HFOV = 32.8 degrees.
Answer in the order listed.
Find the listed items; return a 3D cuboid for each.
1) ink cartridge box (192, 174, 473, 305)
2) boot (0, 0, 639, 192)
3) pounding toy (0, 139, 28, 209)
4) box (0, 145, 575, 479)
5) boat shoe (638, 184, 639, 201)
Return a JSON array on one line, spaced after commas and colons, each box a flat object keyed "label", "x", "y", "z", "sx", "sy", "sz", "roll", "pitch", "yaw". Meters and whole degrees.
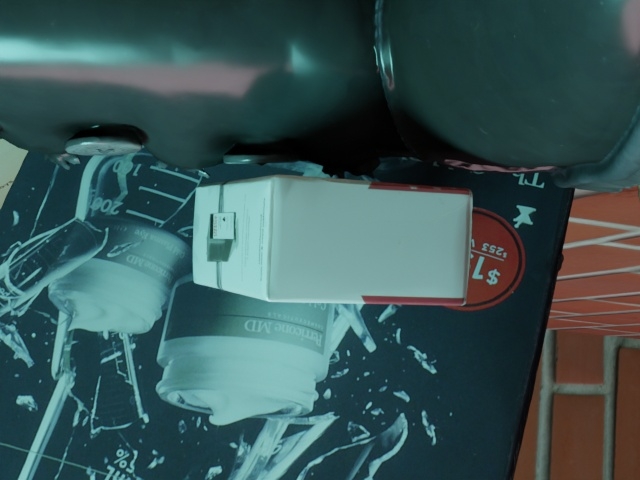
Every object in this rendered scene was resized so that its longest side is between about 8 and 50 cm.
[{"label": "ink cartridge box", "x": 0.000, "y": 0.000, "z": 0.537, "sx": 0.099, "sy": 0.056, "sz": 0.135, "roll": 3, "pitch": 180, "yaw": -20}, {"label": "boot", "x": -0.062, "y": -0.111, "z": 0.496, "sx": 0.445, "sy": 0.146, "sz": 0.367, "roll": 8, "pitch": 170, "yaw": 7}, {"label": "pounding toy", "x": -0.255, "y": -0.096, "z": 0.862, "sx": 0.237, "sy": 0.110, "sz": 0.183, "roll": -23, "pitch": 168, "yaw": -18}, {"label": "box", "x": -0.034, "y": 0.069, "z": 0.699, "sx": 0.343, "sy": 0.312, "sz": 0.179, "roll": 12, "pitch": 155, "yaw": 12}, {"label": "boat shoe", "x": 0.315, "y": -0.001, "z": 0.767, "sx": 0.123, "sy": 0.123, "sz": 0.342, "roll": -9, "pitch": 177, "yaw": 32}]
